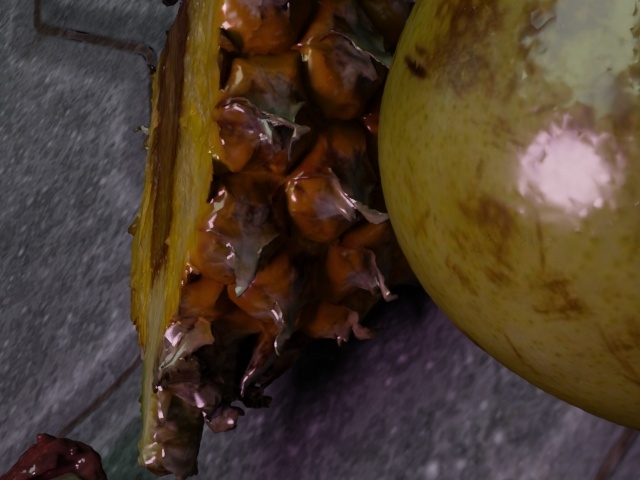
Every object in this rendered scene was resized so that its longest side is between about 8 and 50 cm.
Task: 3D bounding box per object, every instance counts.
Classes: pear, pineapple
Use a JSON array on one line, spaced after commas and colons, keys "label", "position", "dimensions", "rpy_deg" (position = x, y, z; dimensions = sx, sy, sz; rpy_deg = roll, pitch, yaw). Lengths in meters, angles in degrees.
[{"label": "pear", "position": [0.156, -0.054, 0.712], "dimensions": [0.283, 0.283, 0.283], "rpy_deg": [-36, 32, 27]}, {"label": "pineapple", "position": [0.000, 0.004, 1.019], "dimensions": [0.344, 0.209, 0.286], "rpy_deg": [142, 130, -74]}]

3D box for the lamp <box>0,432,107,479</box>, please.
[{"label": "lamp", "position": [-0.196, 0.218, 1.014], "dimensions": [0.223, 0.215, 0.151], "rpy_deg": [60, 148, 28]}]
